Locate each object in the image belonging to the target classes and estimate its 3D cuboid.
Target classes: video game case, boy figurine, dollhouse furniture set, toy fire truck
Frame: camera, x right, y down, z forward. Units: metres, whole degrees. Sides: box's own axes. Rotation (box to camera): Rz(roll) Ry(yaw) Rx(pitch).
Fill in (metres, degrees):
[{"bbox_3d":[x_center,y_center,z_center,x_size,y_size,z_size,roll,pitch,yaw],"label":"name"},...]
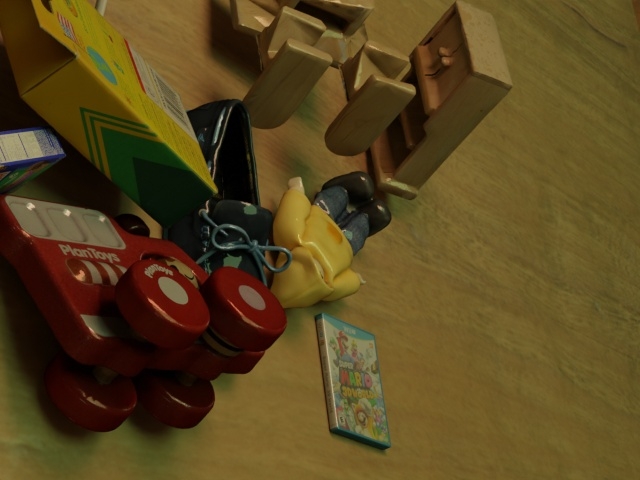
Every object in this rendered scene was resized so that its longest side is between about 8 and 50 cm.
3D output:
[{"bbox_3d":[0.044,0.187,2.092,0.119,0.015,0.166,25,48,-46],"label":"video game case"},{"bbox_3d":[0.000,0.000,2.092,0.177,0.092,0.285,61,28,-11],"label":"boy figurine"},{"bbox_3d":[0.029,-0.252,2.234,0.394,0.256,0.362,18,43,-28],"label":"dollhouse furniture set"},{"bbox_3d":[-0.198,0.057,1.699,0.302,0.169,0.254,7,41,-53],"label":"toy fire truck"}]

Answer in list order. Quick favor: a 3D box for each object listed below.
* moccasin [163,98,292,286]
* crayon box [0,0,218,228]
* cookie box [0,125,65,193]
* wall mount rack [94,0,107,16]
[{"bbox_3d":[-0.119,-0.021,1.896,0.137,0.117,0.342,14,57,-52],"label":"moccasin"},{"bbox_3d":[-0.254,-0.177,1.741,0.318,0.081,0.202,47,14,-44],"label":"crayon box"},{"bbox_3d":[-0.335,-0.079,1.638,0.107,0.092,0.040,-16,78,-58],"label":"cookie box"},{"bbox_3d":[-0.338,-0.381,1.833,0.350,0.130,0.304,9,57,-53],"label":"wall mount rack"}]
